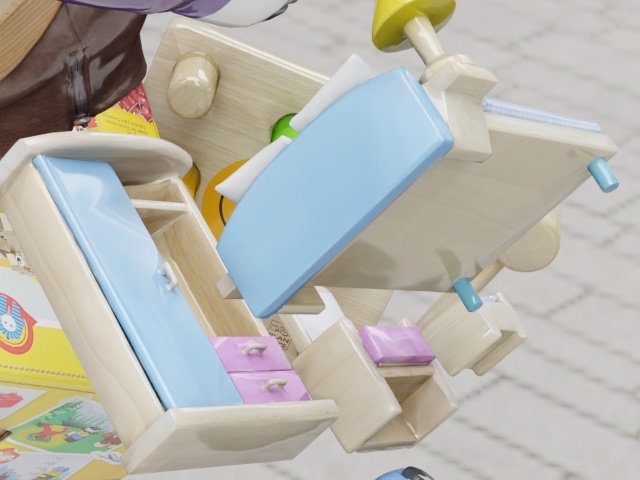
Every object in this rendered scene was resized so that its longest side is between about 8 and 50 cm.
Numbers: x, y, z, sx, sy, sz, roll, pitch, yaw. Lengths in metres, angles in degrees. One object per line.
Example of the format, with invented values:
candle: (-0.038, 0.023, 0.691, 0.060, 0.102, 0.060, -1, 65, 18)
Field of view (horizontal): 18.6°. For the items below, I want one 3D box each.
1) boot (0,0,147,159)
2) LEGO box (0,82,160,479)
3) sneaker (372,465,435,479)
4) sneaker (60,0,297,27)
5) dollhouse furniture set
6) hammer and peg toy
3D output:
boot: (-0.131, -0.157, 1.200, 0.248, 0.207, 0.090, -32, 71, -5)
LEGO box: (-0.324, -0.034, 1.314, 0.500, 0.193, 0.372, 13, 51, -52)
sneaker: (0.075, 0.249, 1.264, 0.147, 0.330, 0.130, -35, 56, -6)
sneaker: (-0.019, -0.160, 0.479, 0.124, 0.283, 0.107, -2, 50, -37)
dollhouse furniture set: (0.020, -0.042, 1.079, 0.286, 0.303, 0.198, 2, 51, -51)
hammer and peg toy: (0.000, 0.000, 1.574, 0.361, 0.266, 0.127, 23, 27, -8)
